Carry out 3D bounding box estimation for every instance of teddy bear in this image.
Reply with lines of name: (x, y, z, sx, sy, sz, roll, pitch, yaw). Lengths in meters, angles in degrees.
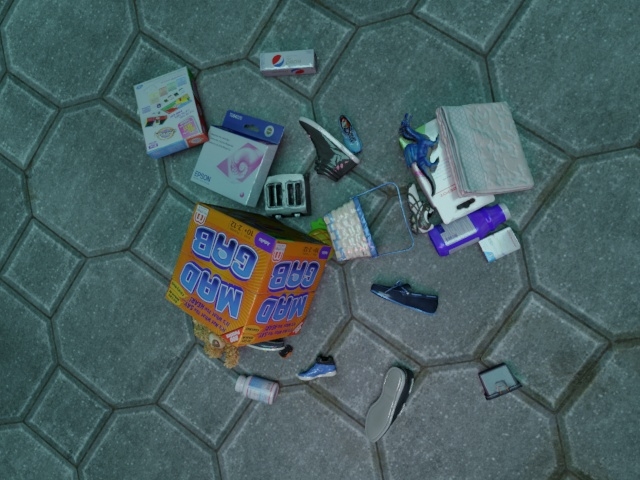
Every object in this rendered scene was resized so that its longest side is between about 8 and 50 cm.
teddy bear: (-0.406, 0.375, 1.638, 0.338, 0.113, 0.245, -4, 105, 52)

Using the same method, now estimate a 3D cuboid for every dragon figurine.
dragon figurine: (0.332, -0.288, 1.468, 0.143, 0.085, 0.289, 0, 90, 11)

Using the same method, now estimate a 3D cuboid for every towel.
towel: (0.571, -0.321, 1.474, 0.316, 0.053, 0.332, -9, 80, -22)

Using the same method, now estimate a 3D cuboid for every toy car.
toy car: (-0.170, 0.440, 1.718, 0.122, 0.060, 0.041, 16, 138, 25)

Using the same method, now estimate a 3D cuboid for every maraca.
maraca: (0.000, 0.000, 1.646, 0.127, 0.099, 0.186, 14, 68, -2)

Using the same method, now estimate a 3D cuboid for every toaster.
toaster: (-0.124, -0.177, 1.654, 0.167, 0.110, 0.186, -3, 90, 9)

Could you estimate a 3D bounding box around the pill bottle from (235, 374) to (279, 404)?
pill bottle: (-0.253, 0.589, 1.699, 0.160, 0.087, 0.087, 14, 93, 10)

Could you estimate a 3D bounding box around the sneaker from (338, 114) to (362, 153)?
sneaker: (0.107, -0.405, 1.630, 0.063, 0.073, 0.162, -27, 87, 9)

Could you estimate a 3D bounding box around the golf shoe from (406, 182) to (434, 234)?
golf shoe: (0.369, -0.122, 1.577, 0.093, 0.077, 0.198, -11, 81, 21)

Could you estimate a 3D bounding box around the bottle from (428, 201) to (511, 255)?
bottle: (0.538, -0.047, 1.545, 0.282, 0.092, 0.118, -26, 53, 8)

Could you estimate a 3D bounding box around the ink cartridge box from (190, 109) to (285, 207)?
ink cartridge box: (-0.329, -0.331, 1.655, 0.324, 0.071, 0.330, 24, 96, 30)

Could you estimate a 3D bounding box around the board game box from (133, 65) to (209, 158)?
board game box: (-0.600, -0.512, 1.711, 0.242, 0.064, 0.317, -17, 76, 5)

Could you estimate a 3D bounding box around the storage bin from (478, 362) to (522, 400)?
storage bin: (0.642, 0.508, 1.548, 0.135, 0.098, 0.091, -27, 76, 9)

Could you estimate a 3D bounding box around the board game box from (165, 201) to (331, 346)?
board game box: (-0.244, 0.109, 1.499, 0.356, 0.356, 0.357, 25, 98, 29)

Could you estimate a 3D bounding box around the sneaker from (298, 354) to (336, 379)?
sneaker: (-0.018, 0.492, 1.670, 0.152, 0.058, 0.085, -9, 95, 5)

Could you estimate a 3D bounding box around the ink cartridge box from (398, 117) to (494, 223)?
ink cartridge box: (0.453, -0.253, 1.550, 0.207, 0.119, 0.354, -27, 85, 9)

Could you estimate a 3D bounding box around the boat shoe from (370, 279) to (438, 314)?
boat shoe: (0.314, 0.200, 1.603, 0.258, 0.109, 0.089, 19, 87, -8)

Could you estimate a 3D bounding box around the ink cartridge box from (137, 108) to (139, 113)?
ink cartridge box: (-0.721, -0.544, 1.791, 0.083, 0.028, 0.048, 12, 91, 9)

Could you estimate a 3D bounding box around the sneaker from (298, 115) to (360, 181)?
sneaker: (-0.003, -0.344, 1.635, 0.295, 0.104, 0.147, 42, 101, 9)

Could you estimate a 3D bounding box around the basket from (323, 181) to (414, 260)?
basket: (0.172, -0.057, 1.558, 0.288, 0.201, 0.255, -16, 89, 11)

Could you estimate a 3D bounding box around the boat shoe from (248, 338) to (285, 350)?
boat shoe: (-0.257, 0.379, 1.693, 0.254, 0.095, 0.079, 7, 86, 24)

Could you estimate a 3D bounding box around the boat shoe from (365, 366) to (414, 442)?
boat shoe: (0.265, 0.620, 1.604, 0.114, 0.091, 0.303, 37, 106, 51)

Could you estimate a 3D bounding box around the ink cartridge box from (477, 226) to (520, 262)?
ink cartridge box: (0.647, 0.014, 1.556, 0.122, 0.052, 0.089, -26, 87, 10)

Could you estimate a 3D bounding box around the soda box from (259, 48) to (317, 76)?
soda box: (-0.124, -0.690, 1.665, 0.216, 0.074, 0.069, 0, 91, 10)
